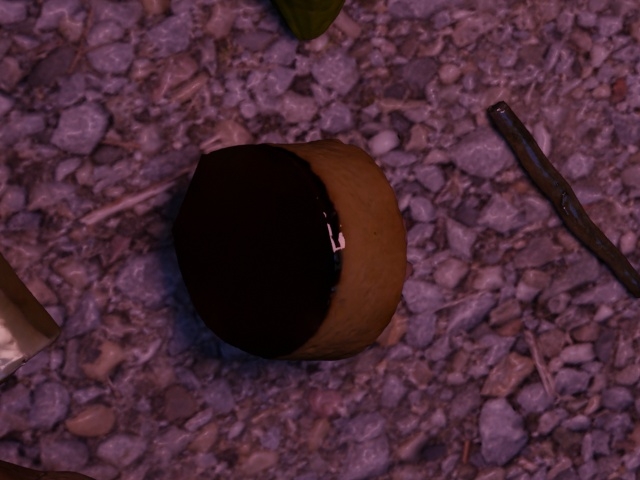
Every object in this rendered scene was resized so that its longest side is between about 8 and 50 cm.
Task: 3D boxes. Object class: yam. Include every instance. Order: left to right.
[{"bbox_3d":[0.230,-0.034,1.685,0.027,0.029,0.234,-43,104,-14],"label":"yam"}]

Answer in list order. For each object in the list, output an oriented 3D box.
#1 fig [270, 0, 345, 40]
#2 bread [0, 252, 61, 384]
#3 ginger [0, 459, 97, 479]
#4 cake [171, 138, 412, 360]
[{"bbox_3d":[-0.020,-0.291,1.537,0.167,0.167,0.233,-10,93,-9],"label":"fig"},{"bbox_3d":[-0.426,0.035,1.480,0.300,0.210,0.341,-40,103,-15],"label":"bread"},{"bbox_3d":[-0.278,0.333,1.587,0.304,0.155,0.244,-40,110,5],"label":"ginger"},{"bbox_3d":[0.000,0.000,1.583,0.178,0.185,0.208,-16,76,-50],"label":"cake"}]
